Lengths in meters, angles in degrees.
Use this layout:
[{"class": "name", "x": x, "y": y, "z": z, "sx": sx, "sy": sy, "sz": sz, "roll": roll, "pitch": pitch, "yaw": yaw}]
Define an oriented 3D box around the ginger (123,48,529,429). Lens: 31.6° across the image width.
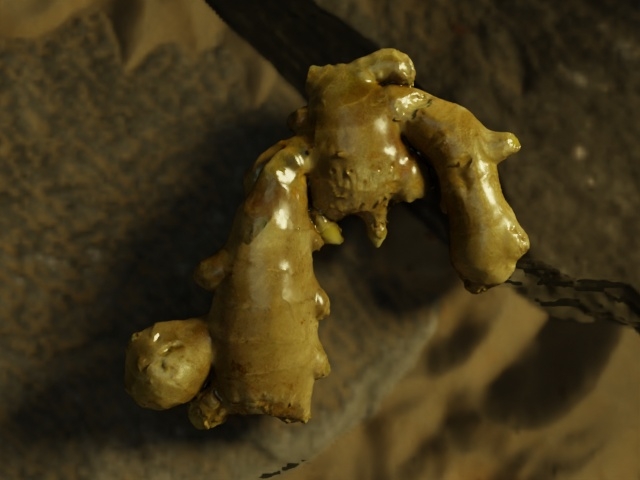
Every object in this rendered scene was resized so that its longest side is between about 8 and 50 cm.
[{"class": "ginger", "x": 0.000, "y": 0.000, "z": 0.541, "sx": 0.193, "sy": 0.052, "sz": 0.176, "roll": -3, "pitch": 85, "yaw": 3}]
